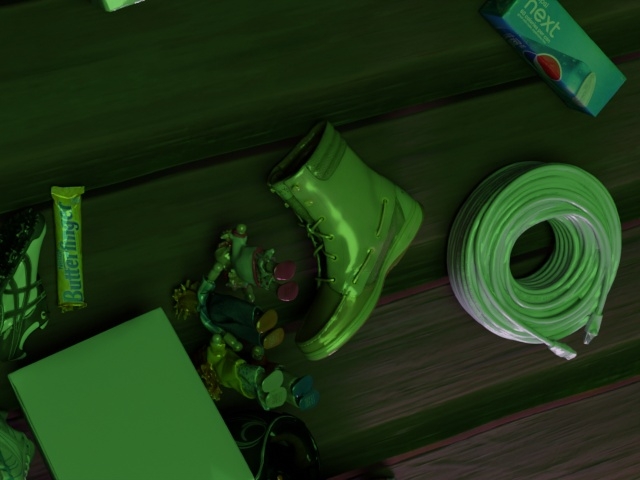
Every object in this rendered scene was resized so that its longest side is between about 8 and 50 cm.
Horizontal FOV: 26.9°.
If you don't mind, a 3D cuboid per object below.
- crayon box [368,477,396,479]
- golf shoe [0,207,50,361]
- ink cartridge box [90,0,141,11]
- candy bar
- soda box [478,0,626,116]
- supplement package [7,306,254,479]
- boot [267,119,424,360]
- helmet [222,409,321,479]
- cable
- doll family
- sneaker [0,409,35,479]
[{"bbox_3d":[0.032,0.422,1.778,0.202,0.081,0.318,-62,157,5],"label":"crayon box"},{"bbox_3d":[-0.362,0.056,1.610,0.094,0.077,0.198,18,105,-37],"label":"golf shoe"},{"bbox_3d":[-0.214,-0.380,1.524,0.148,0.086,0.203,-22,112,-16],"label":"ink cartridge box"},{"bbox_3d":[-0.308,0.010,1.642,0.040,0.018,0.161,-5,107,-21],"label":"candy bar"},{"bbox_3d":[0.312,-0.261,1.793,0.210,0.067,0.071,41,88,-27],"label":"soda box"},{"bbox_3d":[-0.221,0.251,1.597,0.204,0.262,0.145,-24,150,-15],"label":"supplement package"},{"bbox_3d":[0.000,0.000,1.708,0.203,0.095,0.262,42,72,-27],"label":"boot"},{"bbox_3d":[-0.097,0.306,1.740,0.169,0.161,0.169,30,51,-45],"label":"helmet"},{"bbox_3d":[0.301,0.015,1.861,0.257,0.089,0.257,20,96,-26],"label":"cable"},{"bbox_3d":[-0.112,0.115,1.683,0.118,0.163,0.263,-27,121,-36],"label":"doll family"},{"bbox_3d":[-0.373,0.271,1.610,0.083,0.191,0.071,1,135,-42],"label":"sneaker"}]
